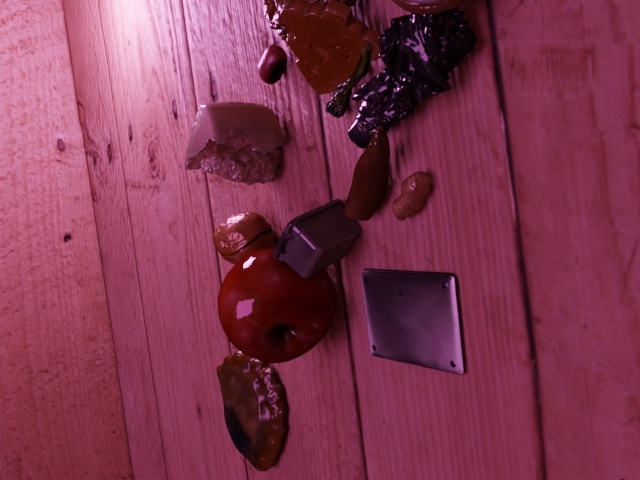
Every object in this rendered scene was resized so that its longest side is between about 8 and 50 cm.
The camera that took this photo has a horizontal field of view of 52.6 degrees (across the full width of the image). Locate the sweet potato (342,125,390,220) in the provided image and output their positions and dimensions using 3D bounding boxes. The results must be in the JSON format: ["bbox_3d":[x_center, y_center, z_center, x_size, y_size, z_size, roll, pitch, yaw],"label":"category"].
[{"bbox_3d":[0.101,-0.123,1.239,0.077,0.077,0.244,57,147,30],"label":"sweet potato"}]

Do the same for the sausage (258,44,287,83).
[{"bbox_3d":[-0.111,-0.406,1.493,0.054,0.059,0.094,54,138,20],"label":"sausage"}]

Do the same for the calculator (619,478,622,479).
[{"bbox_3d":[0.476,0.402,0.882,0.172,0.018,0.057,35,124,48],"label":"calculator"}]

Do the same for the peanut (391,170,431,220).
[{"bbox_3d":[0.165,-0.081,1.185,0.054,0.053,0.113,56,139,31],"label":"peanut"}]

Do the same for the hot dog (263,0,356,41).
[{"bbox_3d":[-0.020,-0.507,1.288,0.272,0.122,0.196,-1,90,57],"label":"hot dog"}]

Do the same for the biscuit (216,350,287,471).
[{"bbox_3d":[-0.208,0.462,1.832,0.335,0.078,0.329,27,115,47],"label":"biscuit"}]

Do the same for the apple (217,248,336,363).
[{"bbox_3d":[-0.094,0.136,1.432,0.217,0.260,0.260,-106,30,-44],"label":"apple"}]

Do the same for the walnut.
[{"bbox_3d":[-0.187,0.000,1.639,0.180,0.144,0.144,-11,89,52],"label":"walnut"}]

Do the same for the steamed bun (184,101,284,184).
[{"bbox_3d":[-0.197,-0.220,1.517,0.170,0.225,0.200,28,118,49],"label":"steamed bun"}]

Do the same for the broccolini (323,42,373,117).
[{"bbox_3d":[0.056,-0.301,1.232,0.239,0.054,0.051,134,133,-70],"label":"broccolini"}]

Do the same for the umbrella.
[{"bbox_3d":[0.127,-0.285,1.130,0.336,0.128,0.154,-29,76,57],"label":"umbrella"}]

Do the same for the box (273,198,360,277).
[{"bbox_3d":[0.000,0.000,1.349,0.093,0.172,0.124,46,136,18],"label":"box"}]

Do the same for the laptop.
[{"bbox_3d":[0.172,0.151,1.259,0.269,0.015,0.188,0,98,55],"label":"laptop"}]

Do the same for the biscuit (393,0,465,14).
[{"bbox_3d":[0.166,-0.439,1.002,0.181,0.049,0.208,-43,56,0],"label":"biscuit"}]

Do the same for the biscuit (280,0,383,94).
[{"bbox_3d":[0.018,-0.370,1.255,0.239,0.212,0.041,109,-177,-64],"label":"biscuit"}]
